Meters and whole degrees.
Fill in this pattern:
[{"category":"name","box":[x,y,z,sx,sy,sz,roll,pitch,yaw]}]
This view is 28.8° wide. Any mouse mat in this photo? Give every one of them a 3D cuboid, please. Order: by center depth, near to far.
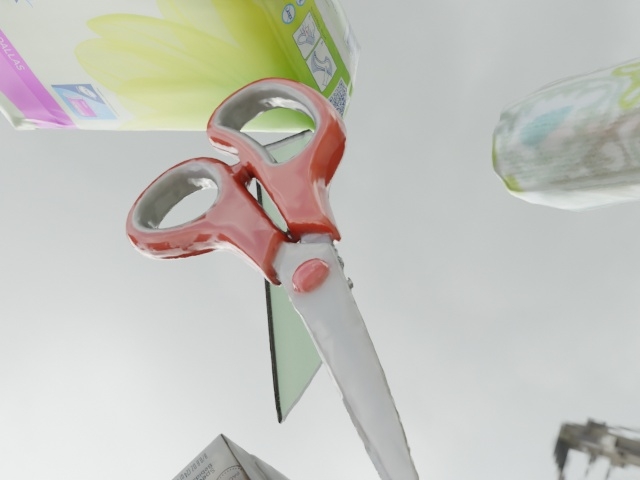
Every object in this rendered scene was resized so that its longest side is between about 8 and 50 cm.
[{"category":"mouse mat","box":[-0.014,0.013,0.749,0.007,0.190,0.153,-3,-82,9]}]

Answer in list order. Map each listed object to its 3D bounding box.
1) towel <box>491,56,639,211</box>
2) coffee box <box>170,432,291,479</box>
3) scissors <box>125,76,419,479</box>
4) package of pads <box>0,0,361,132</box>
[{"category":"towel","box":[0.319,-0.098,0.700,0.374,0.320,0.090,-21,-84,-52]},{"category":"coffee box","box":[-0.114,0.313,0.921,0.297,0.168,0.119,-43,-48,2]},{"category":"scissors","box":[0.000,0.000,0.476,0.109,0.297,0.021,-42,-60,-7]},{"category":"package of pads","box":[-0.141,-0.180,0.862,0.229,0.296,0.101,61,-140,-48]}]
